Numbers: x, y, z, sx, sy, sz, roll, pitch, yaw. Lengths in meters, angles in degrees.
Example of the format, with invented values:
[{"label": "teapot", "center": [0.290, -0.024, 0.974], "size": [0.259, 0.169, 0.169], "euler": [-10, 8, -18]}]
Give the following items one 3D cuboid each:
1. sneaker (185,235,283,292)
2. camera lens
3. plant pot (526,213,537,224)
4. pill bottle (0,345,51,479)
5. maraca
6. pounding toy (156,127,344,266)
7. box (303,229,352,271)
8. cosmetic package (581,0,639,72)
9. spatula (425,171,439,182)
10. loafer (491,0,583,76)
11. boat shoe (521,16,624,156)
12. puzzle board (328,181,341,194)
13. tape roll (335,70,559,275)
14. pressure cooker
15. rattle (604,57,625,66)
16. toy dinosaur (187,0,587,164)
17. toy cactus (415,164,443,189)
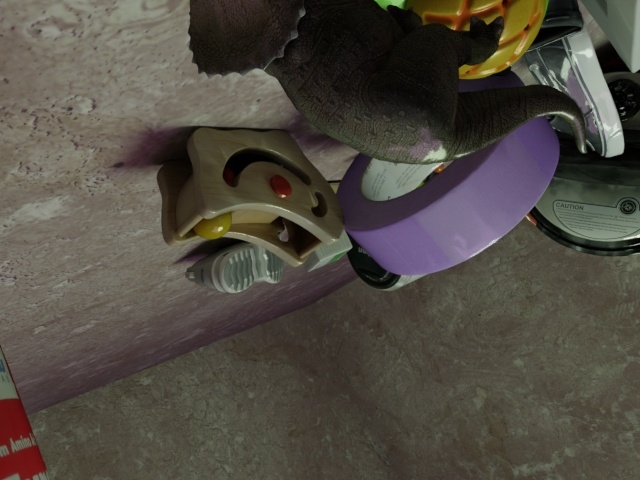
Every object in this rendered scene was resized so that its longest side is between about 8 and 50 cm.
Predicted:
[{"label": "sneaker", "center": [-0.160, 0.038, 1.055], "size": [0.115, 0.105, 0.281], "euler": [1, -177, 21]}, {"label": "camera lens", "center": [0.217, -0.007, 1.344], "size": [0.274, 0.219, 0.219], "euler": [-19, 168, -37]}, {"label": "plant pot", "center": [0.680, -0.209, 1.463], "size": [0.272, 0.272, 0.265], "euler": [-15, 157, -49]}, {"label": "pill bottle", "center": [-0.334, 0.191, 0.381], "size": [0.229, 0.408, 0.229], "euler": [-26, 171, -4]}, {"label": "maraca", "center": [0.118, -0.206, 0.446], "size": [0.185, 0.099, 0.127], "euler": [20, 136, -40]}, {"label": "pounding toy", "center": [-0.082, -0.030, 0.637], "size": [0.154, 0.154, 0.269], "euler": [-34, 167, 36]}, {"label": "box", "center": [0.000, 0.000, 1.161], "size": [0.087, 0.102, 0.101], "euler": [-20, 170, -23]}, {"label": "cosmetic package", "center": [0.347, -0.289, 0.448], "size": [0.224, 0.138, 0.224], "euler": [-33, 165, 27]}, {"label": "spatula", "center": [0.272, -0.176, 1.169], "size": [0.084, 0.030, 0.296], "euler": [-28, 170, -5]}, {"label": "loafer", "center": [0.186, -0.218, 0.587], "size": [0.223, 0.078, 0.076], "euler": [-27, 170, 2]}, {"label": "boat shoe", "center": [0.384, -0.215, 0.801], "size": [0.102, 0.108, 0.301], "euler": [-22, 145, 30]}, {"label": "puzzle board", "center": [0.011, -0.088, 1.006], "size": [0.096, 0.011, 0.128], "euler": [-32, 168, 33]}, {"label": "tape roll", "center": [0.148, -0.090, 0.662], "size": [0.274, 0.090, 0.275], "euler": [-35, -154, 20]}, {"label": "pressure cooker", "center": [0.595, -0.162, 1.077], "size": [0.370, 0.376, 0.420], "euler": [-38, 164, 27]}, {"label": "rattle", "center": [0.644, -0.345, 0.981], "size": [0.130, 0.143, 0.200], "euler": [-43, 170, -21]}, {"label": "toy dinosaur", "center": [0.031, -0.116, 0.344], "size": [0.121, 0.313, 0.160], "euler": [-23, -144, 60]}, {"label": "toy cactus", "center": [0.160, -0.154, 0.873], "size": [0.219, 0.112, 0.181], "euler": [-12, 144, -48]}]
